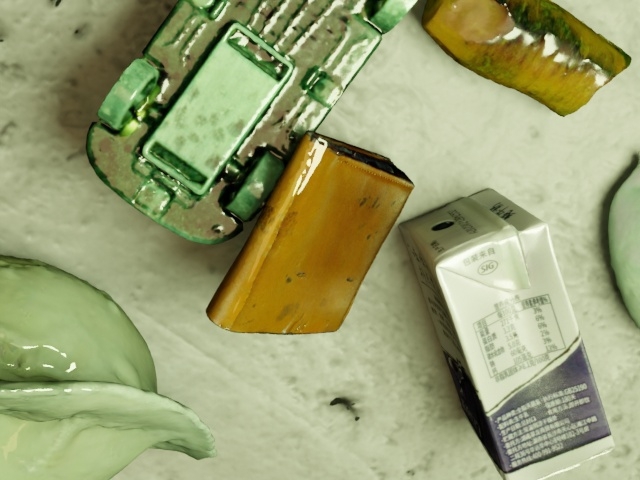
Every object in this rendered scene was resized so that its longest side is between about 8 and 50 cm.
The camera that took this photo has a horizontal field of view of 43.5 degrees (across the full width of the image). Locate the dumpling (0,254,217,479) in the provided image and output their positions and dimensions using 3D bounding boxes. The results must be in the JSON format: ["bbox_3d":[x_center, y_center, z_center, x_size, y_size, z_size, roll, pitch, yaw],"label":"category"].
[{"bbox_3d":[-0.267,0.104,0.624,0.321,0.211,0.270,-16,145,-17],"label":"dumpling"}]

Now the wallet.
[{"bbox_3d":[-0.003,-0.001,0.639,0.042,0.195,0.161,31,101,25],"label":"wallet"}]

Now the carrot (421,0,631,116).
[{"bbox_3d":[0.167,-0.161,0.659,0.173,0.082,0.082,27,101,-13],"label":"carrot"}]

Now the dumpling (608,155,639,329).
[{"bbox_3d":[0.338,0.023,0.708,0.105,0.149,0.216,-29,103,-41],"label":"dumpling"}]

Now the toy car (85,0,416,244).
[{"bbox_3d":[-0.045,-0.147,0.612,0.136,0.125,0.306,35,92,-12],"label":"toy car"}]

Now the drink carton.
[{"bbox_3d":[0.156,0.079,0.698,0.102,0.134,0.222,-22,107,2],"label":"drink carton"}]
